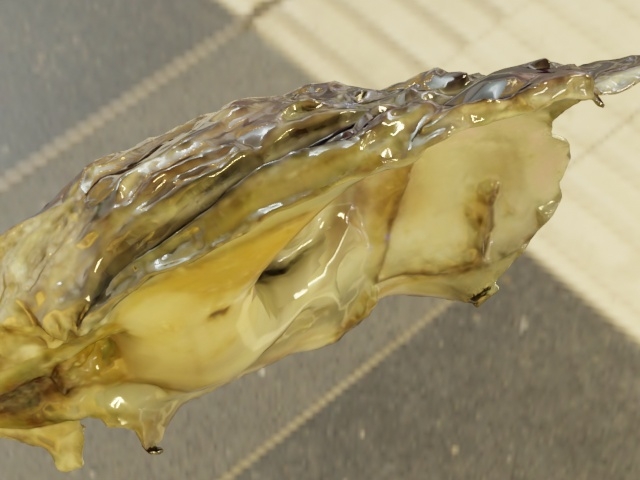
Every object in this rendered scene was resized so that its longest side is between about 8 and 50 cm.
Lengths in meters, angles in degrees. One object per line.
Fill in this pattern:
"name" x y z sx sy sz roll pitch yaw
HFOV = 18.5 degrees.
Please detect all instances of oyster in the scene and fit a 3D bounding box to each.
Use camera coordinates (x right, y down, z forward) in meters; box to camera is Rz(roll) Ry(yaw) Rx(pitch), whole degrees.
"oyster" -0.004 -0.009 0.828 0.271 0.275 0.100 6 46 -41
